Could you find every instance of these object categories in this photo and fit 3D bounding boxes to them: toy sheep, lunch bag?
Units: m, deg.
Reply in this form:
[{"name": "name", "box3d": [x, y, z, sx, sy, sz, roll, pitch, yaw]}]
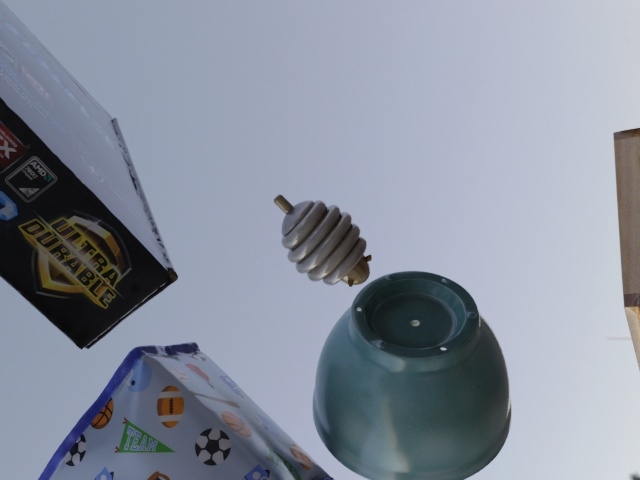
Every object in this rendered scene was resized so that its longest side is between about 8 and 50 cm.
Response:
[{"name": "toy sheep", "box3d": [0.000, 0.000, 0.884, 0.132, 0.091, 0.091, 38, -133, -9]}, {"name": "lunch bag", "box3d": [-0.221, 0.391, 1.199, 0.385, 0.328, 0.239, -53, -19, 7]}]

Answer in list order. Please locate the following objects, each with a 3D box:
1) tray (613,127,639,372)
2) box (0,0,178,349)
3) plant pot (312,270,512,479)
[{"name": "tray", "box3d": [0.360, 0.104, 0.825, 0.411, 0.076, 0.202, 60, -148, -42]}, {"name": "box", "box3d": [-0.222, -0.114, 0.485, 0.295, 0.073, 0.293, 51, -179, -30]}, {"name": "plant pot", "box3d": [0.130, 0.168, 1.182, 0.293, 0.293, 0.196, -56, -29, -45]}]
